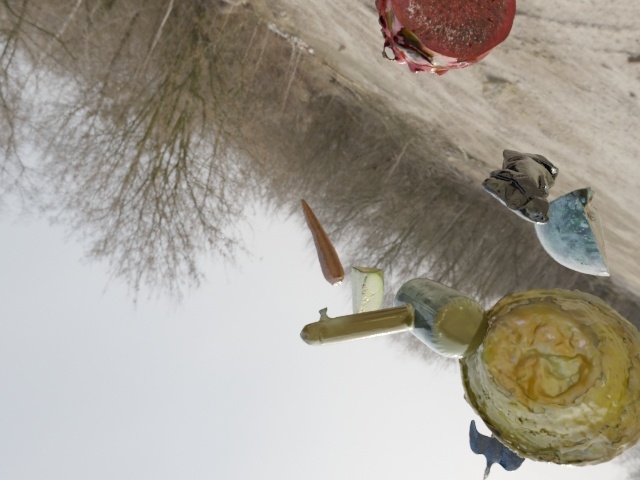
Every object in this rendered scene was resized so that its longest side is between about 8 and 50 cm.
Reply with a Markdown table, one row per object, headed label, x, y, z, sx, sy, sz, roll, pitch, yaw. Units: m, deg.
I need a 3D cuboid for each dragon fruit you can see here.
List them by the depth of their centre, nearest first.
| label | x | y | z | sx | sy | sz | roll | pitch | yaw |
| --- | --- | --- | --- | --- | --- | --- | --- | --- | --- |
| dragon fruit | 0.314 | -0.625 | 1.187 | 0.249 | 0.371 | 0.386 | 159 | 96 | -75 |

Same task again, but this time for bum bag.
| label | x | y | z | sx | sy | sz | roll | pitch | yaw |
| --- | --- | --- | --- | --- | --- | --- | --- | --- | --- |
| bum bag | 0.449 | -0.129 | 0.975 | 0.144 | 0.095 | 0.340 | 30 | -143 | 15 |

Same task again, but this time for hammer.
| label | x | y | z | sx | sy | sz | roll | pitch | yaw |
| --- | --- | --- | --- | --- | --- | --- | --- | --- | --- |
| hammer | 0.113 | 0.141 | 0.760 | 0.305 | 0.113 | 0.202 | -5 | -174 | -13 |

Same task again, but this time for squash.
| label | x | y | z | sx | sy | sz | roll | pitch | yaw |
| --- | --- | --- | --- | --- | --- | --- | --- | --- | --- |
| squash | 0.178 | 0.227 | 1.577 | 0.093 | 0.252 | 0.169 | -2 | -176 | -14 |

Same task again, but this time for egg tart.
| label | x | y | z | sx | sy | sz | roll | pitch | yaw |
| --- | --- | --- | --- | --- | --- | --- | --- | --- | --- |
| egg tart | 0.376 | 0.204 | 0.725 | 0.120 | 0.315 | 0.315 | 42 | -175 | -45 |

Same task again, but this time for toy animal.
| label | x | y | z | sx | sy | sz | roll | pitch | yaw |
| --- | --- | --- | --- | --- | --- | --- | --- | --- | --- |
| toy animal | 0.703 | 0.835 | 1.744 | 0.239 | 0.255 | 0.176 | 16 | -175 | 23 |

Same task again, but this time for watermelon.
| label | x | y | z | sx | sy | sz | roll | pitch | yaw |
| --- | --- | --- | --- | --- | --- | --- | --- | --- | --- |
| watermelon | 0.841 | -0.026 | 1.389 | 0.289 | 0.213 | 0.320 | 59 | 163 | 25 |

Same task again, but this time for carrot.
| label | x | y | z | sx | sy | sz | roll | pitch | yaw |
| --- | --- | --- | --- | --- | --- | --- | --- | --- | --- |
| carrot | 0.000 | 0.000 | 0.978 | 0.048 | 0.048 | 0.216 | 7 | -122 | -62 |
